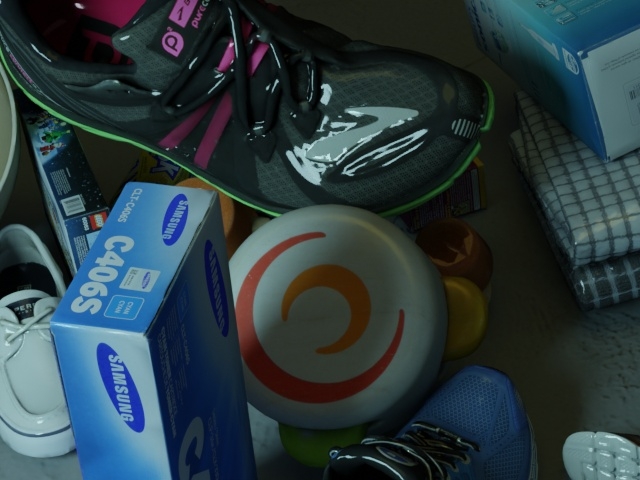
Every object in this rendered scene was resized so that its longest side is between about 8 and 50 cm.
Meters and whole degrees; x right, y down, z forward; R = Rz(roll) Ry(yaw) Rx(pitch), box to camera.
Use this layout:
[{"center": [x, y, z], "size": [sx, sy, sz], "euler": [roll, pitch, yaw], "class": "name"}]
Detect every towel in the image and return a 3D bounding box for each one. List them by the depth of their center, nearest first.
[{"center": [0.315, -0.062, 1.806], "size": [0.235, 0.121, 0.283], "euler": [-16, 33, 1], "class": "towel"}]

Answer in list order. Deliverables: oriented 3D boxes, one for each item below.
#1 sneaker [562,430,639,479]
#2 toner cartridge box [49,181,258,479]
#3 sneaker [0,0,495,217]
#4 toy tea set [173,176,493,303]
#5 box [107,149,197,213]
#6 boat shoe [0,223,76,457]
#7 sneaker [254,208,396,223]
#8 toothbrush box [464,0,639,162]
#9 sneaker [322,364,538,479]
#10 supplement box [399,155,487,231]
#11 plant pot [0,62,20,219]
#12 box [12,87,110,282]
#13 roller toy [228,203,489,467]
[{"center": [0.278, 0.188, 1.563], "size": [0.158, 0.061, 0.065], "euler": [12, 15, 21], "class": "sneaker"}, {"center": [-0.115, 0.143, 1.430], "size": [0.075, 0.347, 0.165], "euler": [6, 41, 14], "class": "toner cartridge box"}, {"center": [-0.087, -0.144, 1.676], "size": [0.483, 0.202, 0.185], "euler": [14, 75, 15], "class": "sneaker"}, {"center": [0.000, 0.000, 1.787], "size": [0.336, 0.124, 0.200], "euler": [33, 80, 19], "class": "toy tea set"}, {"center": [-0.160, -0.052, 1.914], "size": [0.054, 0.059, 0.169], "euler": [7, 41, 16], "class": "box"}, {"center": [-0.262, 0.084, 1.736], "size": [0.096, 0.088, 0.267], "euler": [-9, 38, -3], "class": "boat shoe"}, {"center": [-0.021, -0.033, 1.866], "size": [0.212, 0.094, 0.080], "euler": [0, -7, 33], "class": "sneaker"}, {"center": [0.287, -0.224, 1.828], "size": [0.216, 0.126, 0.295], "euler": [-25, 34, -9], "class": "toothbrush box"}, {"center": [0.080, 0.202, 1.488], "size": [0.130, 0.147, 0.330], "euler": [12, 41, 23], "class": "sneaker"}, {"center": [0.117, -0.052, 1.875], "size": [0.083, 0.055, 0.043], "euler": [-18, 38, -14], "class": "supplement box"}, {"center": [-0.416, -0.069, 1.841], "size": [0.284, 0.191, 0.284], "euler": [-1, 72, 2], "class": "plant pot"}, {"center": [-0.234, -0.027, 1.814], "size": [0.044, 0.159, 0.233], "euler": [-18, 40, -10], "class": "box"}, {"center": [0.017, 0.070, 1.620], "size": [0.209, 0.146, 0.191], "euler": [-45, 73, 2], "class": "roller toy"}]
